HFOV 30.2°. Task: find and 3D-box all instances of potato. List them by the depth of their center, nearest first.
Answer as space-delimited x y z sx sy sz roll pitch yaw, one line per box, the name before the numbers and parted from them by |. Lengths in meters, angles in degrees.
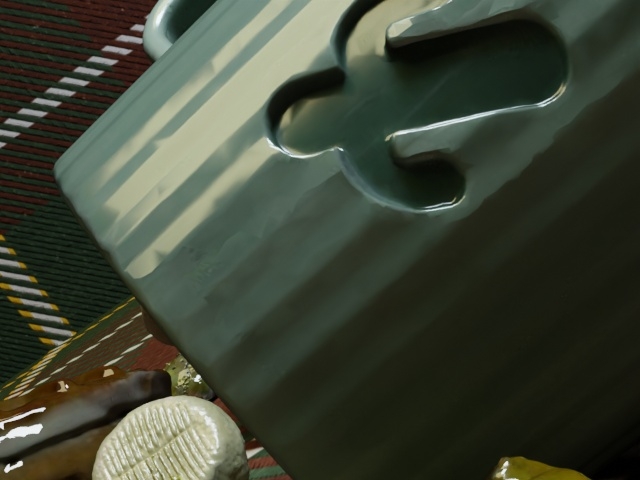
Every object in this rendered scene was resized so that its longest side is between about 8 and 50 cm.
potato | -0.114 0.123 1.271 0.198 0.054 0.119 -41 7 -35

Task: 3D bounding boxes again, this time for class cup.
cup | 0.096 -0.075 0.592 0.392 0.310 0.401 -41 23 -3

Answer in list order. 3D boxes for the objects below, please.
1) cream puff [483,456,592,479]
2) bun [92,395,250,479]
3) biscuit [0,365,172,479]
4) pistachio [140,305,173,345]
cream puff | 0.050 0.122 0.371 0.146 0.116 0.146 -37 5 4
bun | -0.101 0.167 0.829 0.115 0.115 0.069 -36 -35 1
biscuit | -0.310 0.228 1.054 0.366 0.115 0.268 -33 -13 32
pistachio | 0.000 0.000 1.003 0.309 0.230 0.230 -42 9 -17
